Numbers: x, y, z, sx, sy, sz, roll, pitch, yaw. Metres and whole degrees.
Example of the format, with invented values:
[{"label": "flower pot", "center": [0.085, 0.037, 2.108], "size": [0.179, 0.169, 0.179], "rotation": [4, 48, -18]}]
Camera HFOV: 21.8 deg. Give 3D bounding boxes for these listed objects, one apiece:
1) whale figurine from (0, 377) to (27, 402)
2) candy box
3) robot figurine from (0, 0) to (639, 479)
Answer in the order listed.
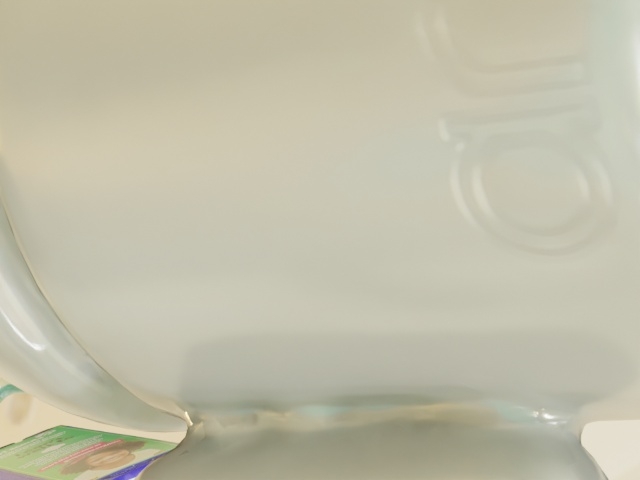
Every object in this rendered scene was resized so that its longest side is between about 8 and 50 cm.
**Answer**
[{"label": "whale figurine", "center": [-0.321, 0.133, 2.044], "size": [0.272, 0.141, 0.216], "rotation": [-35, -142, 2]}, {"label": "candy box", "center": [-0.202, 0.323, 1.560], "size": [0.317, 0.122, 0.268], "rotation": [-5, -79, 58]}, {"label": "robot figurine", "center": [0.020, -0.052, 0.434], "size": [0.353, 0.200, 0.300], "rotation": [-7, -115, 33]}]
